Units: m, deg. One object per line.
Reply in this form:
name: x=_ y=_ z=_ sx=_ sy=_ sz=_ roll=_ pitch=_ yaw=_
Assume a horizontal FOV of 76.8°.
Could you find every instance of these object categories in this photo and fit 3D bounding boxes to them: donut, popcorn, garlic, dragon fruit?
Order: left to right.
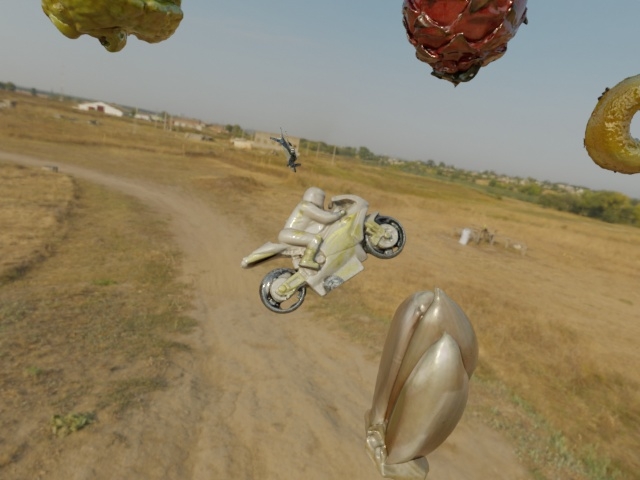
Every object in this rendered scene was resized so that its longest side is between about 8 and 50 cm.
popcorn: x=-0.404 y=-0.506 z=0.783 sx=0.247 sy=0.281 sz=0.282 roll=-7 pitch=-1 yaw=39
garlic: x=0.169 y=0.223 z=0.689 sx=0.132 sy=0.324 sz=0.279 roll=19 pitch=12 yaw=-6
dragon fruit: x=0.281 y=-0.463 z=0.787 sx=0.245 sy=0.244 sz=0.298 roll=19 pitch=-29 yaw=32
donut: x=0.562 y=-0.210 z=0.717 sx=0.146 sy=0.181 sz=0.078 roll=29 pitch=24 yaw=5

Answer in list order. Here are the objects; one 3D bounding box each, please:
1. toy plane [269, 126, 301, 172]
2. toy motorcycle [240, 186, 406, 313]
toy plane: x=-0.050 y=-0.137 z=0.636 sx=0.024 sy=0.077 sz=0.084 roll=-16 pitch=-37 yaw=16
toy motorcycle: x=0.000 y=0.000 z=0.853 sx=0.341 sy=0.222 sz=0.108 roll=-30 pitch=-6 yaw=-10
